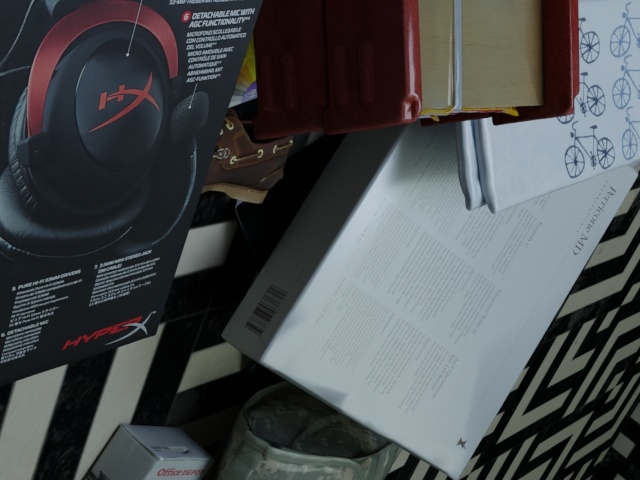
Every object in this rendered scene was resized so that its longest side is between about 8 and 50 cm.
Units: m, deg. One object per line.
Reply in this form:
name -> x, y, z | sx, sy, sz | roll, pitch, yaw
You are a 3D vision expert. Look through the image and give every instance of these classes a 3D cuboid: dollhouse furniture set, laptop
dollhouse furniture set -> 0.066, -0.262, 0.768 | 0.201, 0.152, 0.374 | -6, 97, -44
laptop -> 0.000, 0.000, 1.154 | 0.234, 0.136, 0.264 | -35, 173, -27

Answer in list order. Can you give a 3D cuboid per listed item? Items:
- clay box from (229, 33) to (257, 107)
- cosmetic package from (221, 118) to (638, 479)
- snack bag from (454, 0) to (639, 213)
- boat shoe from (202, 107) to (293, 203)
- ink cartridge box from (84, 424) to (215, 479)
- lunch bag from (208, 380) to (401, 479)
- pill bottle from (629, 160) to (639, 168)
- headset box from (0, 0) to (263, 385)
clay box -> -0.036, -0.183, 0.842 | 0.222, 0.053, 0.127 | -25, 139, -38
cosmetic package -> 0.120, 0.010, 1.072 | 0.284, 0.097, 0.377 | 36, 83, -30
snack bag -> 0.223, -0.221, 0.995 | 0.323, 0.037, 0.342 | -17, 104, -42
boat shoe -> -0.092, -0.078, 0.868 | 0.073, 0.073, 0.207 | -56, 159, 15
ink cartridge box -> -0.195, 0.268, 1.124 | 0.150, 0.063, 0.109 | -56, 152, 7
lunch bag -> -0.042, 0.289, 1.238 | 0.287, 0.169, 0.235 | -14, 135, -62
pill bottle -> 0.290, -0.114, 1.289 | 0.283, 0.160, 0.160 | -42, 150, -17
headset box -> -0.142, -0.077, 0.436 | 0.218, 0.110, 0.293 | -17, 137, -47
